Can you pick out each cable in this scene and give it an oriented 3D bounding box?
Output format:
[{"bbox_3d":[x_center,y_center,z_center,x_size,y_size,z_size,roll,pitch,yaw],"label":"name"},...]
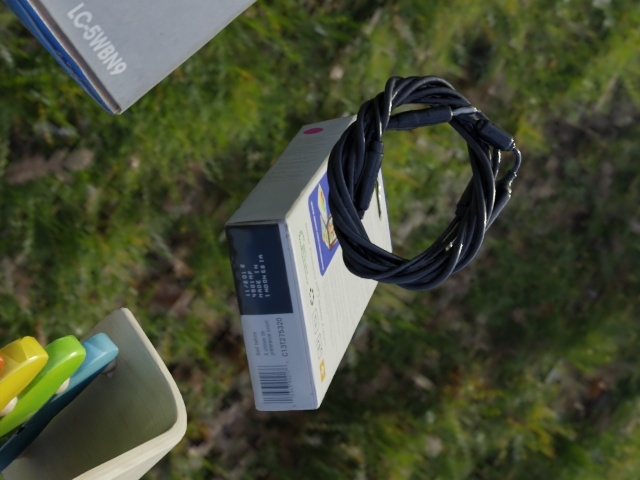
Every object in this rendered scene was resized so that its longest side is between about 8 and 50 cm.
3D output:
[{"bbox_3d":[0.078,-0.047,1.201,0.150,0.047,0.184,45,72,-16],"label":"cable"}]

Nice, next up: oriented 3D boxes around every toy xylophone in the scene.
[{"bbox_3d":[-0.185,0.132,0.634,0.236,0.081,0.323,-43,171,10],"label":"toy xylophone"}]

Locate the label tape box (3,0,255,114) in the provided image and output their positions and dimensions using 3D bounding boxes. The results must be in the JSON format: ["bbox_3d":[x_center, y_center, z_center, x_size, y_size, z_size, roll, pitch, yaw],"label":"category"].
[{"bbox_3d":[-0.021,-0.235,0.475,0.334,0.240,0.106,-41,149,-5],"label":"label tape box"}]

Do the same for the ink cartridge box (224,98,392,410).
[{"bbox_3d":[0.000,0.000,1.384,0.371,0.069,0.175,-55,139,-64],"label":"ink cartridge box"}]
